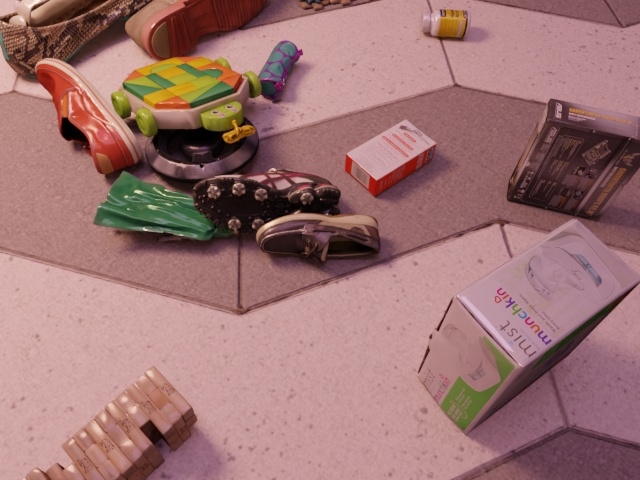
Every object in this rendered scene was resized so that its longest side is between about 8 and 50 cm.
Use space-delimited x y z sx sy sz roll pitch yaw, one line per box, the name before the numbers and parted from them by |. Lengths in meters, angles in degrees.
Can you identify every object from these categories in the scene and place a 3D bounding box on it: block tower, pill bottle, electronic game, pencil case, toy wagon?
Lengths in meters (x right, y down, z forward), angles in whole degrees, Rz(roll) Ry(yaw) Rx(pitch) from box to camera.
block tower | -0.319 0.326 0.747 0.097 0.091 0.335 38 62 22
pill bottle | 0.311 -0.543 1.415 0.116 0.065 0.065 2 55 -1
electronic game | -0.239 -0.196 1.148 0.229 0.048 0.229 0 47 0
pencil case | -0.094 -0.386 1.282 0.070 0.064 0.151 5 53 20
toy wagon | -0.253 -0.292 1.153 0.267 0.068 0.344 -29 44 -28

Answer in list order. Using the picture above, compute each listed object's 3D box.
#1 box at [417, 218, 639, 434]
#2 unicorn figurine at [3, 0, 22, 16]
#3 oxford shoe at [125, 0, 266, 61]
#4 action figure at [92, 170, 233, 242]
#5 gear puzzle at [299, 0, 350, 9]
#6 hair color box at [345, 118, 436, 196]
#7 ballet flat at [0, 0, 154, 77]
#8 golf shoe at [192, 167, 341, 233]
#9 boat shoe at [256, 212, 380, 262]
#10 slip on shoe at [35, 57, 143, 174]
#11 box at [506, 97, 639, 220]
box | 0.281 0.129 0.816 0.231 0.262 0.127 -28 61 -22
unicorn figurine | -0.718 -0.571 1.367 0.060 0.111 0.162 16 40 20
oxford shoe | -0.290 -0.579 1.367 0.146 0.140 0.397 36 58 28
action figure | -0.272 -0.044 1.030 0.232 0.063 0.137 14 53 -1
gear puzzle | 0.081 -0.714 1.536 0.339 0.044 0.175 -16 57 -14
hair color box | 0.142 -0.170 1.148 0.167 0.053 0.093 -33 61 -22
ballet flat | -0.538 -0.567 1.315 0.164 0.182 0.483 29 58 17
golf shoe | -0.100 -0.080 1.044 0.273 0.105 0.120 3 30 -19
boat shoe | 0.001 0.001 1.003 0.224 0.080 0.073 -4 50 -11
slip on shoe | -0.489 -0.254 1.140 0.101 0.123 0.331 -37 69 -21
box | 0.467 -0.141 1.036 0.183 0.231 0.056 13 58 7
